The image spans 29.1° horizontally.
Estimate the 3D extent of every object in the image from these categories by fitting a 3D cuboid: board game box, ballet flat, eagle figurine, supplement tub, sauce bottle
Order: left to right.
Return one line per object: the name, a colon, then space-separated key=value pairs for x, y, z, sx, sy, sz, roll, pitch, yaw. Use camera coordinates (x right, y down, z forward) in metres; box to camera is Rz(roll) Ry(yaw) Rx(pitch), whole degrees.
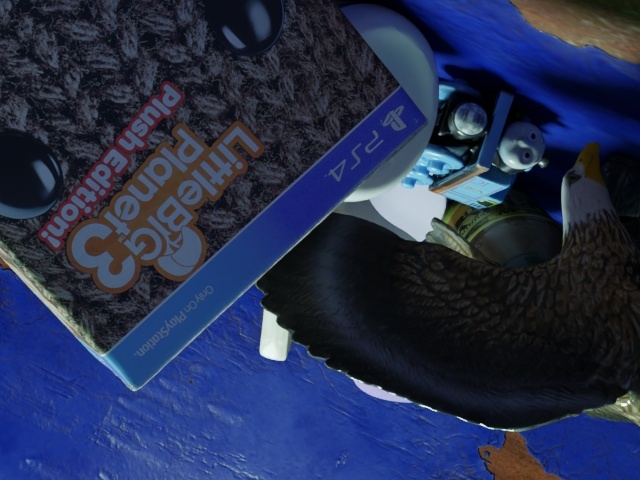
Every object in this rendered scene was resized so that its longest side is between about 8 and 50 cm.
board game box: x=-0.129 y=-0.101 z=0.720 sx=0.291 sy=0.232 sz=0.141 roll=49 pitch=168 yaw=-13
supplement tub: x=-0.024 y=-0.116 z=0.947 sx=0.200 sy=0.144 sz=0.144 roll=19 pitch=170 yaw=47
sauce bottle: x=0.173 y=0.023 z=1.092 sx=0.111 sy=0.111 sz=0.344 roll=27 pitch=-171 yaw=-7
eagle figurine: x=0.141 y=0.044 z=0.761 sx=0.298 sy=0.225 sz=0.226 roll=-15 pitch=119 yaw=35
ballet flat: x=0.251 y=-0.023 z=1.025 sx=0.057 sy=0.049 sz=0.173 roll=24 pitch=173 yaw=26

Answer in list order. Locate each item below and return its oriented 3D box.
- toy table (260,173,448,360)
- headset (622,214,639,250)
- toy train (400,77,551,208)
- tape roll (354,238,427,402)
toy table: x=-0.023 y=-0.031 z=1.173 sx=0.274 sy=0.252 sz=0.161 roll=0 pitch=-152 yaw=12
headset: x=0.328 y=0.086 z=0.986 sx=0.243 sy=0.185 sz=0.394 roll=20 pitch=154 yaw=45
toy train: x=0.122 y=-0.077 z=1.014 sx=0.105 sy=0.080 sz=0.184 roll=18 pitch=172 yaw=-7
tape roll: x=0.163 y=0.089 z=1.398 sx=0.275 sy=0.090 sz=0.274 roll=-9 pitch=152 yaw=-5
